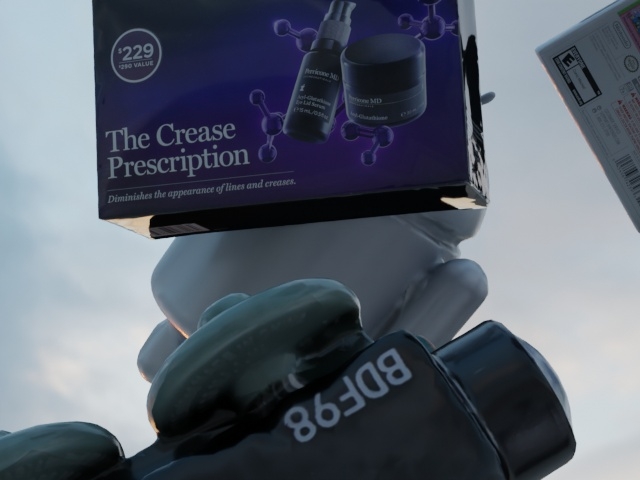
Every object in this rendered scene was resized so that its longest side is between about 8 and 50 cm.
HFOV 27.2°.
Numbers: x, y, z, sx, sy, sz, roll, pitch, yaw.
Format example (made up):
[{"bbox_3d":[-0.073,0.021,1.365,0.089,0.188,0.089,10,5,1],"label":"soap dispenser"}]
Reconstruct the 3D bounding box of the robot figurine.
[{"bbox_3d":[0.000,0.000,1.076,0.353,0.300,0.200,-55,-33,8],"label":"robot figurine"}]

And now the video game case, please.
[{"bbox_3d":[0.339,-0.141,1.259,0.193,0.212,0.023,-30,12,11],"label":"video game case"}]

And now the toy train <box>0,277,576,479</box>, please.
[{"bbox_3d":[-0.065,0.142,0.437,0.334,0.142,0.190,-31,-25,-7],"label":"toy train"}]

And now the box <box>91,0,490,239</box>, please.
[{"bbox_3d":[-0.022,-0.108,0.933,0.261,0.184,0.103,-6,-11,14],"label":"box"}]
